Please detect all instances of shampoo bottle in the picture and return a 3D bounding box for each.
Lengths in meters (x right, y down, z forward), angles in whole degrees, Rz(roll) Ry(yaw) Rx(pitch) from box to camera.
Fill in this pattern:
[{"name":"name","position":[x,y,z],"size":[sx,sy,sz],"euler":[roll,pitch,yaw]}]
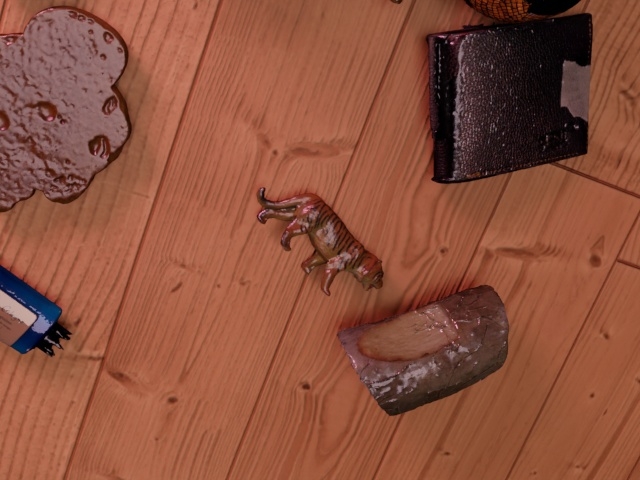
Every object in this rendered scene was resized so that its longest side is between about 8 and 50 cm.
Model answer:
[{"name":"shampoo bottle","position":[-0.435,0.096,0.969],"size":[0.183,0.050,0.087],"euler":[42,93,-21]}]

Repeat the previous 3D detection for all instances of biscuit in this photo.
[{"name":"biscuit","position":[-0.358,-0.163,0.904],"size":[0.208,0.041,0.290],"euler":[32,100,-19]}]

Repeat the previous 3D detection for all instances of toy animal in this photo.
[{"name":"toy animal","position":[0.000,0.000,1.032],"size":[0.099,0.057,0.241],"euler":[-42,110,-3]}]

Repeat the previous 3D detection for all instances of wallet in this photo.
[{"name":"wallet","position":[0.281,-0.207,1.014],"size":[0.262,0.071,0.221],"euler":[-12,109,-15]}]

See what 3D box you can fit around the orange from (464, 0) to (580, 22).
[{"name":"orange","position":[0.272,-0.399,0.893],"size":[0.234,0.182,0.234],"euler":[-5,104,-23]}]

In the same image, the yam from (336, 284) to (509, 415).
[{"name":"yam","position":[0.164,0.174,1.075],"size":[0.254,0.154,0.154],"euler":[-18,111,-10]}]

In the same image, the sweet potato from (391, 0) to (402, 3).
[{"name":"sweet potato","position":[0.140,-0.444,0.907],"size":[0.067,0.067,0.274],"euler":[16,99,-16]}]
